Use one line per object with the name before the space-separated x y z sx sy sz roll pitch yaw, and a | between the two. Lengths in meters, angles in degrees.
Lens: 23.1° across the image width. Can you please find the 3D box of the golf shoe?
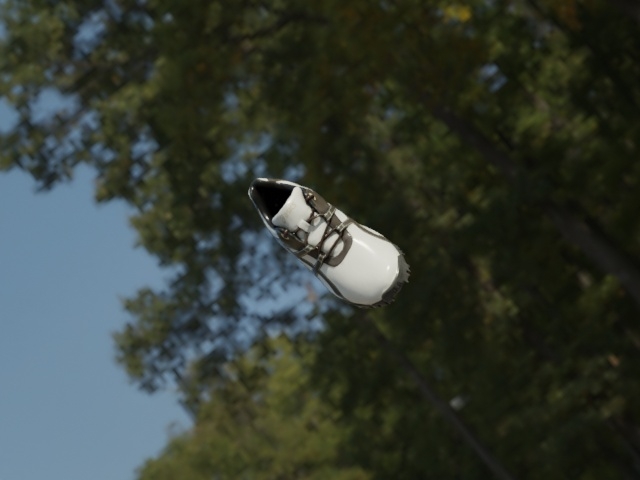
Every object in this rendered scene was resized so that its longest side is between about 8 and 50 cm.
golf shoe | 0.000 0.000 1.522 0.094 0.198 0.077 32 -90 -50
